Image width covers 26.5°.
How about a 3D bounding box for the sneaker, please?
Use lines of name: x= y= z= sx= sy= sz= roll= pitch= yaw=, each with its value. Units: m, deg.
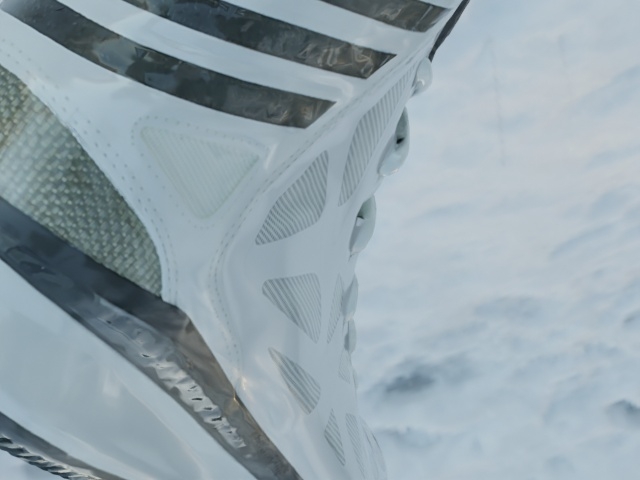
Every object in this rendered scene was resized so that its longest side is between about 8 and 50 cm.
sneaker: x=0.001 y=0.000 z=0.599 sx=0.257 sy=0.169 sz=0.447 roll=-49 pitch=155 yaw=-5
